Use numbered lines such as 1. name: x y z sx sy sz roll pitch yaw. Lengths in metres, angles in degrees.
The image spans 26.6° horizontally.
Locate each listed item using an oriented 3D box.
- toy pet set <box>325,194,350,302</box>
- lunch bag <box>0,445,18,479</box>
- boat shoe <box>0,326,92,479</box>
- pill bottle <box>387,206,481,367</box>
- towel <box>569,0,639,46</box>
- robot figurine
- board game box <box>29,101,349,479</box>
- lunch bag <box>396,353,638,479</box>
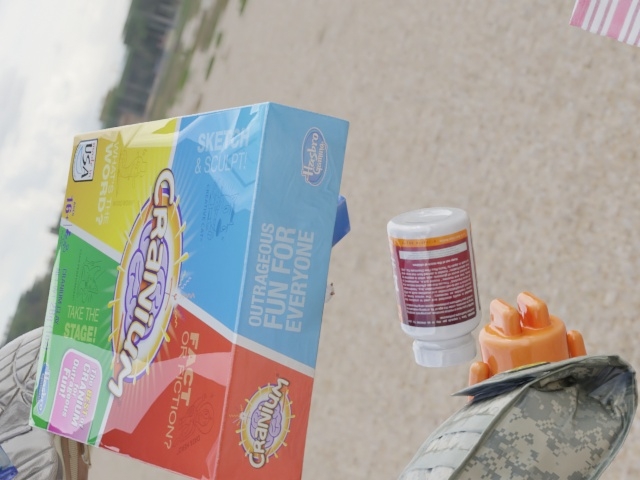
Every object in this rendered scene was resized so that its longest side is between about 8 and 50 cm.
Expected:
1. toy pet set: 0.000 0.000 1.377 0.122 0.065 0.114 -98 -2 -50
2. lunch bag: -0.319 0.164 0.984 0.151 0.129 0.096 -39 -11 30
3. boat shoe: -0.307 0.219 1.459 0.324 0.123 0.116 -97 -14 -55
4. pill bottle: 0.118 0.048 1.377 0.086 0.086 0.152 -108 9 -76
5. towel: 0.448 -0.327 1.816 0.029 0.197 0.144 -47 -25 -64
6. robot figurine: 0.292 0.187 1.914 0.158 0.128 0.219 -28 -68 -47
7. board game box: -0.105 0.035 0.964 0.316 0.064 0.242 -1 80 58
8. lunch bag: 0.233 0.248 1.624 0.287 0.169 0.235 -49 4 -20
